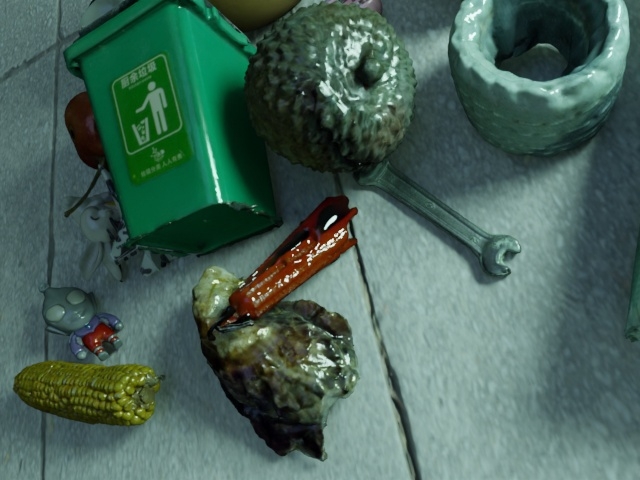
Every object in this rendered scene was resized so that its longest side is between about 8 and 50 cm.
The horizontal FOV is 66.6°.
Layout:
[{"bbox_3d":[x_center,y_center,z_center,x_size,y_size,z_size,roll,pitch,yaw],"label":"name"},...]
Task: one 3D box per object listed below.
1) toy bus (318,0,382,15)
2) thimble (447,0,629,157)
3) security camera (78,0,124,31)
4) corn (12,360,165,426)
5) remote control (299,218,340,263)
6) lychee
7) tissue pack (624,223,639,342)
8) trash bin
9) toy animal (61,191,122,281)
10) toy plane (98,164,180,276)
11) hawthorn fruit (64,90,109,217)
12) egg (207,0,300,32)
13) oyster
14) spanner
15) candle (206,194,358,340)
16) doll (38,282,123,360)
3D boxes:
[{"bbox_3d":[0.015,-0.393,0.891,0.203,0.063,0.090,-32,62,10],"label":"toy bus"},{"bbox_3d":[0.280,-0.244,0.648,0.205,0.172,0.250,-25,64,17],"label":"thimble"},{"bbox_3d":[-0.390,-0.450,1.036,0.236,0.194,0.194,-14,66,26],"label":"security camera"},{"bbox_3d":[-0.404,0.257,0.833,0.313,0.102,0.102,-5,70,28],"label":"corn"},{"bbox_3d":[0.000,0.000,0.780,0.034,0.016,0.091,-28,61,-6],"label":"remote control"},{"bbox_3d":[0.010,-0.214,0.724,0.274,0.255,0.255,-11,62,59],"label":"lychee"},{"bbox_3d":[0.495,-0.063,0.488,0.287,0.162,0.388,9,75,31],"label":"tissue pack"},{"bbox_3d":[-0.218,-0.179,0.819,0.259,0.295,0.381,-19,76,20],"label":"trash bin"},{"bbox_3d":[-0.418,-0.017,0.955,0.182,0.131,0.127,44,128,38],"label":"toy animal"},{"bbox_3d":[-0.339,-0.037,0.905,0.160,0.082,0.234,-33,79,1],"label":"toy plane"},{"bbox_3d":[-0.426,-0.170,0.955,0.165,0.165,0.285,-16,57,19],"label":"hawthorn fruit"},{"bbox_3d":[-0.156,-0.540,0.878,0.374,0.301,0.301,-27,60,-13],"label":"egg"},{"bbox_3d":[-0.075,0.166,0.710,0.271,0.100,0.275,0,66,9],"label":"oyster"},{"bbox_3d":[0.162,-0.051,0.723,0.302,0.017,0.071,40,89,32],"label":"spanner"},{"bbox_3d":[-0.049,0.037,0.710,0.084,0.059,0.302,43,65,14],"label":"candle"},{"bbox_3d":[-0.458,0.143,0.911,0.227,0.075,0.102,34,56,24],"label":"doll"}]
